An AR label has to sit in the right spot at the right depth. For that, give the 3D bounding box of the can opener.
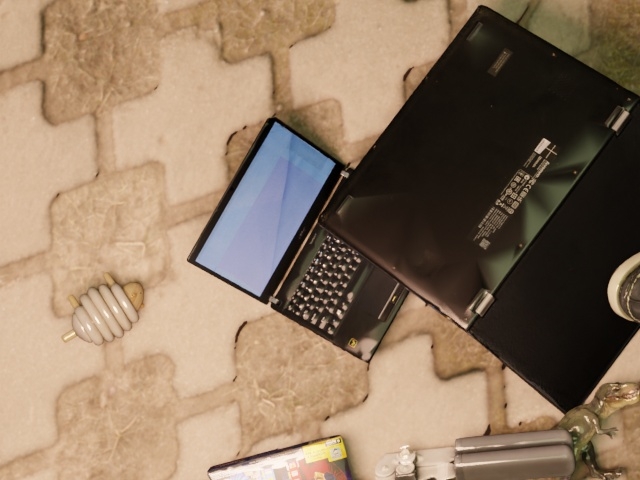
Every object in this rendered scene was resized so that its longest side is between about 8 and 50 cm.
[{"bbox_3d":[0.209,0.313,1.561,0.280,0.074,0.093,-12,115,14],"label":"can opener"}]

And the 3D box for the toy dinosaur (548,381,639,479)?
[{"bbox_3d":[0.347,0.303,1.586,0.268,0.064,0.118,-35,85,4],"label":"toy dinosaur"}]

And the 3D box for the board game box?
[{"bbox_3d":[-0.039,0.387,1.581,0.194,0.060,0.194,-15,87,-1],"label":"board game box"}]

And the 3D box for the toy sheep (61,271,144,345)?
[{"bbox_3d":[-0.304,0.102,1.592,0.132,0.091,0.091,-35,86,-7],"label":"toy sheep"}]

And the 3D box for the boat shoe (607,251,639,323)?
[{"bbox_3d":[0.557,0.014,1.544,0.340,0.113,0.127,-26,113,-12],"label":"boat shoe"}]

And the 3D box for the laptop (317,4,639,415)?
[{"bbox_3d":[0.287,-0.037,1.588,0.408,0.236,0.382,36,87,21],"label":"laptop"}]

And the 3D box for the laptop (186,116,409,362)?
[{"bbox_3d":[0.000,0.000,1.566,0.264,0.136,0.234,29,87,17],"label":"laptop"}]
